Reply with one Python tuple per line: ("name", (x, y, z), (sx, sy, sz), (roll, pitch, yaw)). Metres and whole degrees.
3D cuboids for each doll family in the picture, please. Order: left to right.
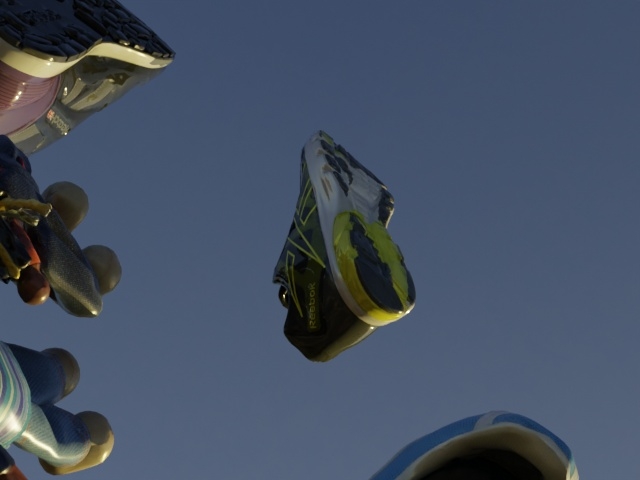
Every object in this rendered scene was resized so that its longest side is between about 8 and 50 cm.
("doll family", (-0.111, -0.013, 0.368), (0.193, 0.076, 0.111), (44, -6, 20))

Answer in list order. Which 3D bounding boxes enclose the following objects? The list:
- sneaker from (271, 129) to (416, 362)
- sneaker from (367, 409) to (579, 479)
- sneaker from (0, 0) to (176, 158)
("sneaker", (0.000, 0.000, 0.378), (0.035, 0.083, 0.031), (-41, -63, 19))
("sneaker", (0.006, 0.150, 0.476), (0.085, 0.237, 0.086), (35, -25, 15))
("sneaker", (-0.209, -0.120, 1.011), (0.107, 0.283, 0.124), (40, -73, 8))
